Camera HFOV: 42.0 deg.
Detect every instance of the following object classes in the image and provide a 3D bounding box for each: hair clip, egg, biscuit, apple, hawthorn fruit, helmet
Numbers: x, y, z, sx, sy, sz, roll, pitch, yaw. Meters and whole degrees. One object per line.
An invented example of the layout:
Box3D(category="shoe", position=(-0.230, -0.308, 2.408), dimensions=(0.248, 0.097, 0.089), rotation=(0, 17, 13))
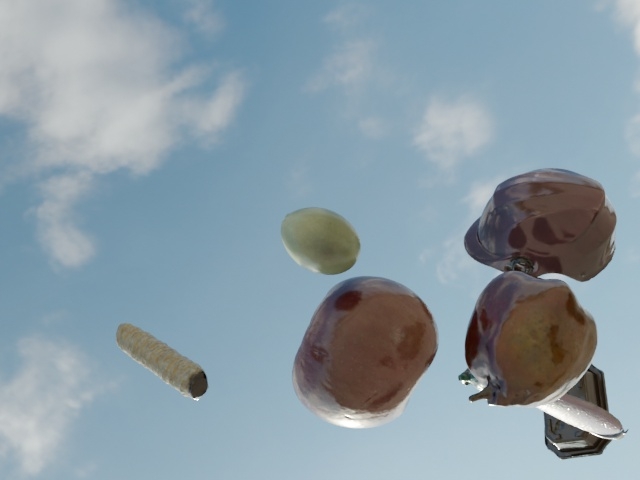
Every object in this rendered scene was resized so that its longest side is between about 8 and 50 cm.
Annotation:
Box3D(category="hair clip", position=(0.463, 0.322, 1.702), dimensions=(0.110, 0.359, 0.095), rotation=(-66, -5, 29))
Box3D(category="egg", position=(0.000, 0.000, 1.482), dimensions=(0.152, 0.114, 0.114), rotation=(29, -105, -12))
Box3D(category="biscuit", position=(-0.270, 0.203, 1.421), dimensions=(0.055, 0.219, 0.061), rotation=(-31, -51, -38))
Box3D(category="apple", position=(0.085, 0.213, 1.580), dimensions=(0.235, 0.306, 0.305), rotation=(25, -106, 5))
Box3D(category="hawthorn fruit", position=(0.321, 0.177, 1.351), dimensions=(0.248, 0.208, 0.208), rotation=(-50, -61, -22))
Box3D(category="helmet", position=(0.499, -0.053, 1.874), dimensions=(0.271, 0.338, 0.197), rotation=(-65, -21, -47))

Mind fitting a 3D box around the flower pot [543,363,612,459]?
Box3D(category="flower pot", position=(0.652, 0.434, 2.181), dimensions=(0.084, 0.179, 0.251), rotation=(34, -131, -45))
